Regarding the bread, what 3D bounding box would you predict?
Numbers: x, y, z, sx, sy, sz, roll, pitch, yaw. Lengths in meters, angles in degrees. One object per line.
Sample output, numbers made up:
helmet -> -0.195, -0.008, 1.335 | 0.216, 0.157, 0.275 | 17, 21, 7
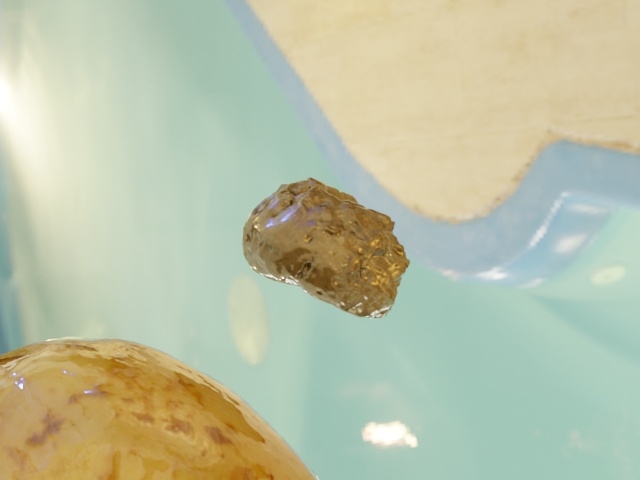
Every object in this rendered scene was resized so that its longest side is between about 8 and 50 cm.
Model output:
bread -> 0.000, 0.000, 0.720 | 0.060, 0.082, 0.113 | -65, 19, 2

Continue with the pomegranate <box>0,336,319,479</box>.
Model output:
pomegranate -> -0.094, 0.149, 0.575 | 0.215, 0.215, 0.215 | 173, 90, -66
